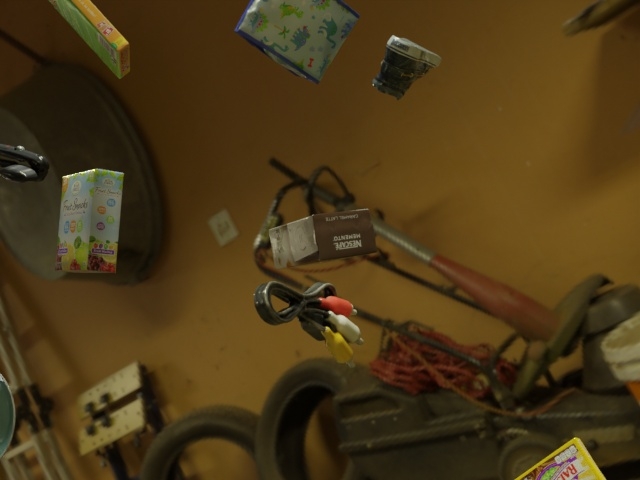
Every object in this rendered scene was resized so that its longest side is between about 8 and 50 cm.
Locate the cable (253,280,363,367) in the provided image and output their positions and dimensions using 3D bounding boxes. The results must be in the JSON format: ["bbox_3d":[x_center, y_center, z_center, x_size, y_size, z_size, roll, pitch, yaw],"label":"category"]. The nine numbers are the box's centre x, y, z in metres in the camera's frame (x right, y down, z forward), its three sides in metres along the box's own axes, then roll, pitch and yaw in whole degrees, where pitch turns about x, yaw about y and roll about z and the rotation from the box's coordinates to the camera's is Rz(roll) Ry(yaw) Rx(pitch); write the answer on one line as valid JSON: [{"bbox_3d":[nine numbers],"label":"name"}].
[{"bbox_3d":[-0.009,0.104,1.320,0.072,0.139,0.287,-11,-27,22],"label":"cable"}]

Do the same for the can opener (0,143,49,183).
[{"bbox_3d":[-0.555,-0.145,1.465,0.073,0.186,0.059,0,-71,-59],"label":"can opener"}]

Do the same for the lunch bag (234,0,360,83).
[{"bbox_3d":[-0.042,-0.331,1.242,0.128,0.151,0.096,-60,37,4],"label":"lunch bag"}]

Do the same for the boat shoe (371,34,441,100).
[{"bbox_3d":[0.128,-0.262,1.263,0.083,0.065,0.183,-63,-17,17],"label":"boat shoe"}]

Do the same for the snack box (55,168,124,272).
[{"bbox_3d":[-0.482,-0.037,1.711,0.070,0.207,0.175,9,-8,-38],"label":"snack box"}]

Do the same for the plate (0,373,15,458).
[{"bbox_3d":[-0.623,0.322,1.531,0.188,0.188,0.024,-31,-17,27],"label":"plate"}]

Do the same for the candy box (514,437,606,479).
[{"bbox_3d":[0.443,0.482,1.589,0.206,0.105,0.027,-43,-39,18],"label":"candy box"}]

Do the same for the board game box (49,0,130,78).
[{"bbox_3d":[-0.453,-0.427,1.538,0.039,0.259,0.124,-45,0,-17],"label":"board game box"}]

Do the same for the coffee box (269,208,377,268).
[{"bbox_3d":[0.000,0.000,1.813,0.141,0.098,0.246,-8,-3,-25],"label":"coffee box"}]
